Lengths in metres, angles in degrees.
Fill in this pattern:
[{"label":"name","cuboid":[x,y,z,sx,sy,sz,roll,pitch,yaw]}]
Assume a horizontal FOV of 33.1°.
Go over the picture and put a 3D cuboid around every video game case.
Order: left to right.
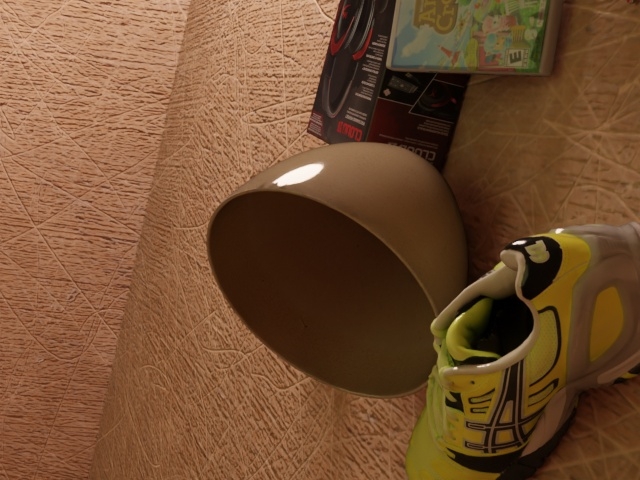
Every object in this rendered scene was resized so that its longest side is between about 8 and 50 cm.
[{"label":"video game case","cuboid":[0.166,-0.278,1.117,0.193,0.023,0.212,9,91,39]}]

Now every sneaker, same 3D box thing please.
[{"label":"sneaker","cuboid":[0.150,0.106,0.942,0.384,0.147,0.145,119,152,-43]}]

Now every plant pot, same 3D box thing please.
[{"label":"plant pot","cuboid":[0.048,0.004,1.166,0.191,0.284,0.284,-50,-1,-37]}]

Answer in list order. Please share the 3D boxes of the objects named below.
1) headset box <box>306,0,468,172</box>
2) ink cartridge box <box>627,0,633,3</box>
[{"label":"headset box","cuboid":[0.089,-0.215,1.324,0.218,0.110,0.293,-139,62,-66]},{"label":"ink cartridge box","cuboid":[0.290,-0.403,0.942,0.261,0.066,0.296,125,150,-46]}]
